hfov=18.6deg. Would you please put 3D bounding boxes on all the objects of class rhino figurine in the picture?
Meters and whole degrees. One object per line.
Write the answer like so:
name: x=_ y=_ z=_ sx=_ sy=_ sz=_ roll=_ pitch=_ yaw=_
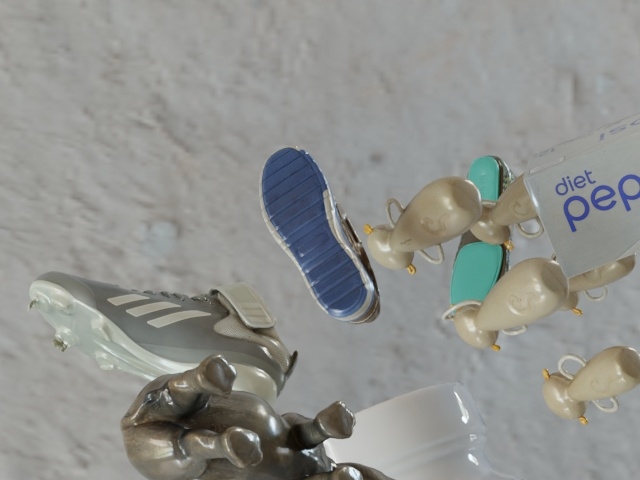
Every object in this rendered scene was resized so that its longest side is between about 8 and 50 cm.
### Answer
rhino figurine: x=-0.022 y=0.141 z=1.236 sx=0.243 sy=0.106 sz=0.073 roll=28 pitch=58 yaw=-39

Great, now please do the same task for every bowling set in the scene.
bowling set: x=0.209 y=0.019 z=1.845 sx=0.287 sy=0.154 sz=0.200 roll=47 pitch=54 yaw=-4

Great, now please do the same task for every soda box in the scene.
soda box: x=0.316 y=-0.069 z=1.597 sx=0.091 sy=0.286 sz=0.098 roll=-57 pitch=124 yaw=-72

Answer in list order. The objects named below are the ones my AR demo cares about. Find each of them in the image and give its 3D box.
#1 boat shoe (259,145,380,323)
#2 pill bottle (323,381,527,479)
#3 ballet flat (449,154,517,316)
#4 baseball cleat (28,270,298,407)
boat shoe: x=0.000 y=0.000 z=1.743 sx=0.066 sy=0.066 sz=0.183 roll=38 pitch=26 yaw=-60
pill bottle: x=0.108 y=0.303 z=1.455 sx=0.210 sy=0.210 sz=0.363 roll=-15 pitch=73 yaw=-33
ballet flat: x=0.180 y=0.005 z=2.054 sx=0.070 sy=0.070 sz=0.188 roll=20 pitch=74 yaw=-35
baseball cleat: x=-0.116 y=0.063 z=1.490 sx=0.206 sy=0.072 sz=0.109 roll=30 pitch=56 yaw=3
